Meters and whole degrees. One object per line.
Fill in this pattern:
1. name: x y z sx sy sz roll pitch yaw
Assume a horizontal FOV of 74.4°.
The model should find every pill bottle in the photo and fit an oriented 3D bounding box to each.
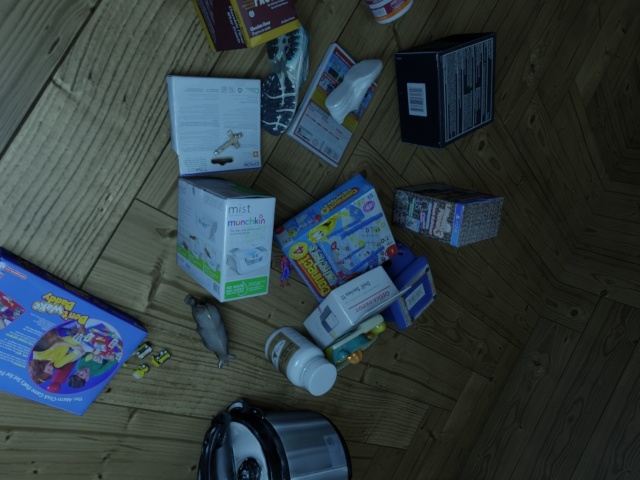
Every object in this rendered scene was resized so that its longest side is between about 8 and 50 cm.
1. pill bottle: -0.061 0.369 1.292 0.131 0.229 0.131 -15 115 -35
2. pill bottle: 0.154 -0.715 1.133 0.121 0.121 0.221 -54 131 -10

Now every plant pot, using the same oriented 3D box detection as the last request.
1. plant pot: 0.266 0.159 1.492 0.236 0.212 0.235 -39 128 -22

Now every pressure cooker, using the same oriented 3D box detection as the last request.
1. pressure cooker: -0.161 0.688 1.240 0.421 0.370 0.375 19 90 -45

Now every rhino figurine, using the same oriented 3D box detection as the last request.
1. rhino figurine: -0.290 0.258 1.146 0.073 0.106 0.243 -29 122 -27

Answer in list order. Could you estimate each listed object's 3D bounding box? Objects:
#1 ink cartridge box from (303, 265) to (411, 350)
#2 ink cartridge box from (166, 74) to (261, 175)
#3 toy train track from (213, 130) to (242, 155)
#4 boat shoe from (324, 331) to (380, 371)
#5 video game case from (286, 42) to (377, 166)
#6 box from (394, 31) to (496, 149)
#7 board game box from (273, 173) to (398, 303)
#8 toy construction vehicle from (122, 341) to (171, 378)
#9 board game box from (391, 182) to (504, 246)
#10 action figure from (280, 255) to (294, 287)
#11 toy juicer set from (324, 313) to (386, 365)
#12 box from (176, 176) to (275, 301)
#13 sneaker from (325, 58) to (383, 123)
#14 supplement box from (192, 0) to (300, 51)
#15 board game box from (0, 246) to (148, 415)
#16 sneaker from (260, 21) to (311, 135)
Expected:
1. ink cartridge box: 0.104 0.202 1.305 0.207 0.119 0.353 -24 162 -31
2. ink cartridge box: -0.249 -0.277 1.020 0.224 0.045 0.223 -12 115 -35
3. toy train track: -0.222 -0.231 1.019 0.083 0.014 0.048 -43 129 -17
4. boat shoe: 0.089 0.390 1.524 0.285 0.105 0.089 -32 86 -32
5. video game case: 0.040 -0.385 1.228 0.204 0.025 0.285 27 89 -41
6. box: 0.414 -0.494 1.385 0.294 0.183 0.296 -28 124 -27
7. board game box: 0.056 0.007 1.261 0.302 0.086 0.308 -34 136 -3
8. toy construction vehicle: -0.451 0.303 1.087 0.098 0.035 0.085 -40 138 -18
9. board game box: 0.439 -0.101 1.481 0.232 0.291 0.140 -12 113 -35
10. action figure: -0.104 0.089 1.288 0.038 0.030 0.115 -8 109 -32
11. toy juicer set: 0.123 0.309 1.271 0.209 0.089 0.329 -29 164 -12
12. box: -0.234 -0.016 0.987 0.127 0.262 0.230 -6 109 -38
13. sneaker: 0.103 -0.427 1.207 0.212 0.080 0.094 -46 141 -7
14. supplement box: -0.173 -0.521 0.891 0.129 0.194 0.191 -35 125 -24
15. board game box: -0.592 0.207 0.901 0.233 0.078 0.347 -53 131 -11
16. sneaker: -0.075 -0.406 1.073 0.122 0.110 0.282 -32 142 -58
